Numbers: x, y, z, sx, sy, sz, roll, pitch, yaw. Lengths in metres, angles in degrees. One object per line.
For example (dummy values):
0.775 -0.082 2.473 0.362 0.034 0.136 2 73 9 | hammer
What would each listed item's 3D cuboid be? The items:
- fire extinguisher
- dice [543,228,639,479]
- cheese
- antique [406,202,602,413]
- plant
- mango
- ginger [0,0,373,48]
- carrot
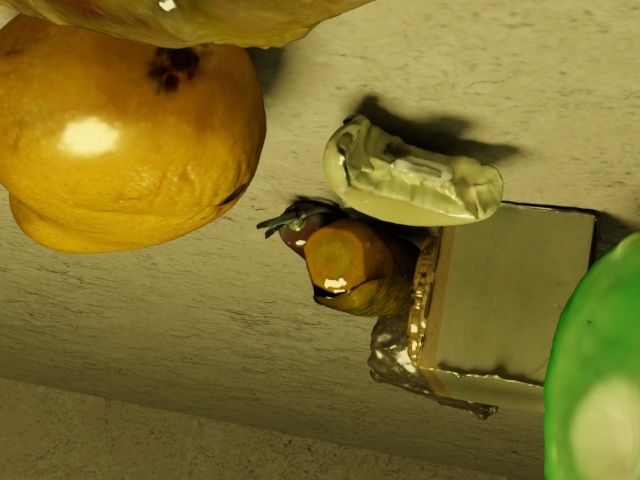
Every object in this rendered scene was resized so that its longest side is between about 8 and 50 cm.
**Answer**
0.000 0.000 1.069 0.064 0.043 0.158 -26 157 10 | fire extinguisher
0.342 0.134 0.811 0.297 0.287 0.300 10 156 -31 | dice
0.049 -0.038 0.884 0.127 0.050 0.235 12 172 -9 | cheese
0.149 0.057 0.997 0.148 0.147 0.152 9 166 14 | antique
0.149 0.101 1.189 0.194 0.129 0.132 9 165 10 | plant
-0.126 -0.068 0.752 0.177 0.120 0.295 5 168 -14 | mango
-0.067 -0.133 0.484 0.263 0.109 0.116 3 170 24 | ginger
0.038 0.025 1.027 0.082 0.082 0.173 4 175 18 | carrot
